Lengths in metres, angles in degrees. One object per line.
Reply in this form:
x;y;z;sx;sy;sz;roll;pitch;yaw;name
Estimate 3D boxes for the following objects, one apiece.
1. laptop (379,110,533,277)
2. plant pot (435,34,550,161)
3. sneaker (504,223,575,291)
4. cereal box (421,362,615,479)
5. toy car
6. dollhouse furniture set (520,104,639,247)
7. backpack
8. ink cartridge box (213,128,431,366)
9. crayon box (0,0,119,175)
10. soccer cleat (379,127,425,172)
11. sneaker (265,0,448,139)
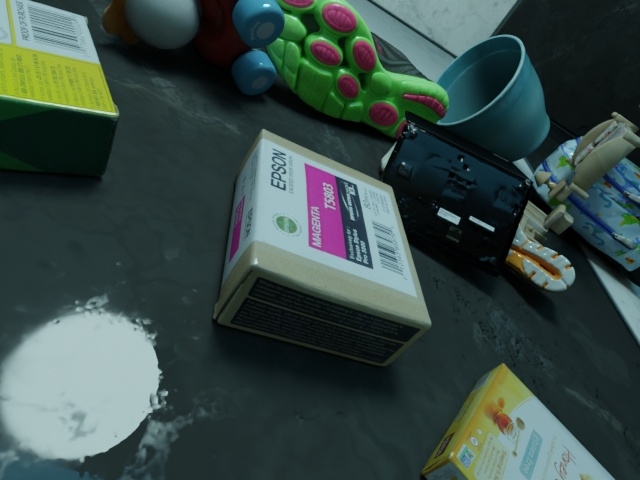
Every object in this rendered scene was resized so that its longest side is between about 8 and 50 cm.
0.220;-0.098;0.739;0.234;0.136;0.264;25;79;-1;laptop
0.473;-0.350;1.151;0.255;0.271;0.272;33;32;-31;plant pot
0.345;0.018;0.764;0.215;0.084;0.083;50;8;29;sneaker
0.225;0.256;0.398;0.240;0.047;0.173;47;36;16;cereal box
-0.213;-0.347;0.662;0.238;0.210;0.219;-23;76;-20;toy car
0.490;-0.174;0.855;0.174;0.355;0.303;41;36;9;dollhouse furniture set
0.717;-0.100;1.085;0.355;0.273;0.290;30;40;14;backpack
0.000;0.000;0.475;0.193;0.088;0.235;21;38;-22;ink cartridge box
-0.366;-0.161;0.362;0.318;0.081;0.202;0;48;-41;crayon box
0.161;-0.163;0.808;0.068;0.076;0.196;33;35;-4;soccer cleat
0.063;-0.348;0.875;0.482;0.185;0.202;18;29;-43;sneaker
